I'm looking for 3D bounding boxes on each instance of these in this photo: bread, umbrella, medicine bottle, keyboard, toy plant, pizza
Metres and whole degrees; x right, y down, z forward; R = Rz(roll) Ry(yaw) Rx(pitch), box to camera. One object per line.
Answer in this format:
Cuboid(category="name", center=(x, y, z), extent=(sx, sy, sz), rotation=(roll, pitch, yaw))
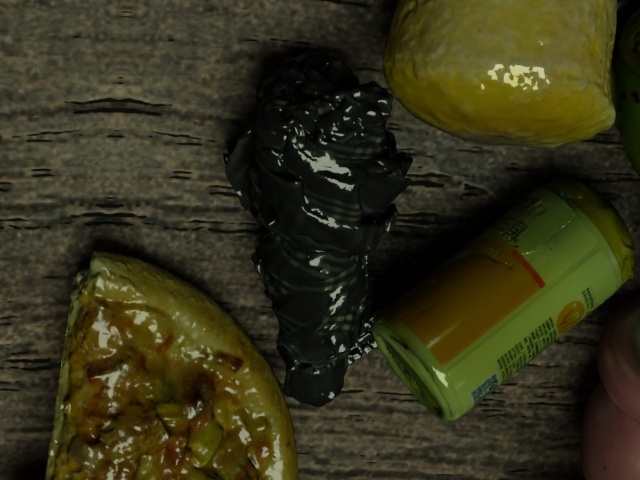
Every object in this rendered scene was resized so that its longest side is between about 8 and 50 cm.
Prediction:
Cuboid(category="bread", center=(0.144, -0.158, 1.356), extent=(0.197, 0.197, 0.171), rotation=(10, 92, -20))
Cuboid(category="umbrella", center=(0.012, -0.003, 1.472), extent=(0.154, 0.128, 0.337), rotation=(-7, 129, 8))
Cuboid(category="medicine bottle", center=(0.166, 0.044, 1.508), extent=(0.239, 0.124, 0.124), rotation=(-38, 125, -12))
Cuboid(category="keyboard", center=(0.053, 0.068, 1.584), extent=(0.195, 0.018, 0.060), rotation=(-33, 121, 7))
Cuboid(category="toy plant", center=(0.380, 0.092, 1.583), extent=(0.317, 0.210, 0.356), rotation=(-18, 128, -37))
Cuboid(category="pizza", center=(-0.113, 0.145, 1.530), extent=(0.257, 0.087, 0.268), rotation=(2, 97, -40))

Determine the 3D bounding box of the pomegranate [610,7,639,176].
Cuboid(category="pomegranate", center=(0.307, -0.102, 1.439), extent=(0.240, 0.190, 0.159), rotation=(-11, 126, -8))
